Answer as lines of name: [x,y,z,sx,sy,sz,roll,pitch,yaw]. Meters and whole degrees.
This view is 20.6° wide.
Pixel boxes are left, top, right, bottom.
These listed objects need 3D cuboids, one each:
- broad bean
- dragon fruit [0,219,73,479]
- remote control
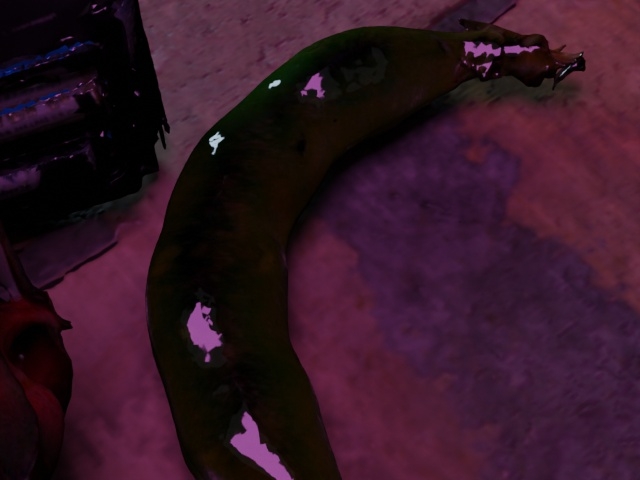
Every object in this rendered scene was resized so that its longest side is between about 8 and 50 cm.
broad bean: [0.000,0.000,0.739,0.144,0.049,0.292,17,57,18]
dragon fruit: [-0.212,0.029,0.620,0.234,0.293,0.234,-17,10,3]
remote control: [-0.257,-0.015,0.732,0.399,0.144,0.062,-20,39,-10]
